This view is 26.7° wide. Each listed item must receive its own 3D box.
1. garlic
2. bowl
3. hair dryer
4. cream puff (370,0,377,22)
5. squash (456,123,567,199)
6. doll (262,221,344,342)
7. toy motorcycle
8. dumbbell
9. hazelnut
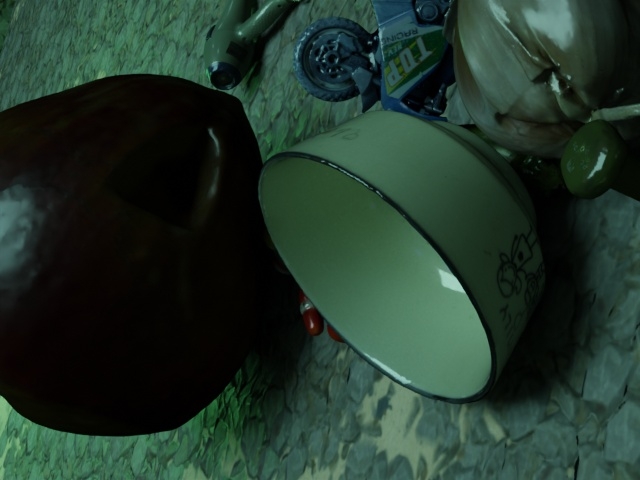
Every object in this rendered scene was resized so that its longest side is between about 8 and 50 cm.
[{"bbox_3d":[0.170,-0.154,0.875,0.257,0.207,0.207,-117,47,-78],"label":"garlic"},{"bbox_3d":[0.076,-0.005,1.015,0.126,0.238,0.238,-42,16,-22],"label":"bowl"},{"bbox_3d":[-0.074,-0.293,1.658,0.199,0.067,0.167,-45,31,27],"label":"hair dryer"},{"bbox_3d":[0.109,-0.223,1.167,0.126,0.103,0.144,38,97,37],"label":"cream puff"},{"bbox_3d":[0.115,-0.062,1.110,0.258,0.069,0.069,-2,74,63],"label":"squash"},{"bbox_3d":[0.000,0.000,1.300,0.142,0.076,0.245,-65,31,21],"label":"doll"},{"bbox_3d":[0.106,-0.173,1.062,0.254,0.135,0.092,-37,2,8],"label":"toy motorcycle"},{"bbox_3d":[0.207,-0.035,0.848,0.046,0.118,0.052,-53,30,29],"label":"dumbbell"},{"bbox_3d":[-0.224,0.023,1.424,0.429,0.402,0.402,176,108,-74],"label":"hazelnut"}]
